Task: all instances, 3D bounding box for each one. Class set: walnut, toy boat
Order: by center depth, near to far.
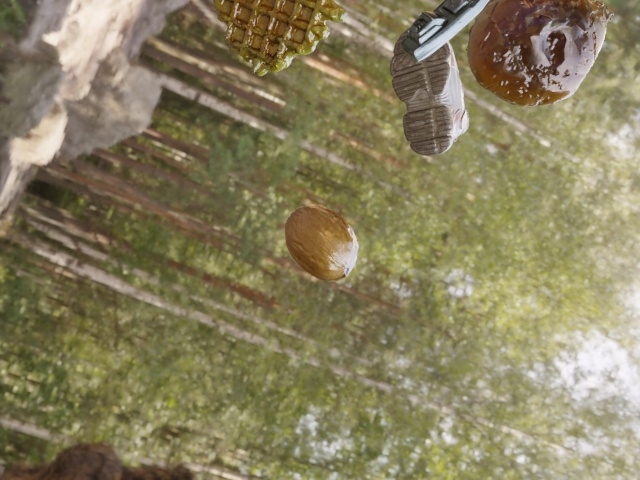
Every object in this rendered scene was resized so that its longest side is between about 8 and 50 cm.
[{"bbox_3d":[0.000,0.000,1.791,0.180,0.144,0.144,50,-54,26],"label":"walnut"},{"bbox_3d":[0.285,-0.500,1.867,0.260,0.085,0.078,-41,-130,-2],"label":"toy boat"}]

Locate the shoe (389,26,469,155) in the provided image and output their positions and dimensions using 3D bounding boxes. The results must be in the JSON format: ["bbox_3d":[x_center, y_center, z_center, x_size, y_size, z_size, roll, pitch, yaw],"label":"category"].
[{"bbox_3d":[0.303,-0.414,2.318,0.198,0.171,0.351,-26,115,-59],"label":"shoe"}]

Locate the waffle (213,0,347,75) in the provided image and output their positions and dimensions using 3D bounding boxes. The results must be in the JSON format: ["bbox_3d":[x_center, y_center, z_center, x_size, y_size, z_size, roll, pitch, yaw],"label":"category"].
[{"bbox_3d":[-0.076,-0.408,1.395,0.237,0.244,0.058,-18,-174,30],"label":"waffle"}]

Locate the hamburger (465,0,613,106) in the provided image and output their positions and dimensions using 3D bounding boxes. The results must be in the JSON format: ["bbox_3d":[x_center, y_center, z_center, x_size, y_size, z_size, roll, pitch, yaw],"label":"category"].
[{"bbox_3d":[0.425,-0.384,1.667,0.146,0.285,0.243,-104,175,-75],"label":"hamburger"}]
